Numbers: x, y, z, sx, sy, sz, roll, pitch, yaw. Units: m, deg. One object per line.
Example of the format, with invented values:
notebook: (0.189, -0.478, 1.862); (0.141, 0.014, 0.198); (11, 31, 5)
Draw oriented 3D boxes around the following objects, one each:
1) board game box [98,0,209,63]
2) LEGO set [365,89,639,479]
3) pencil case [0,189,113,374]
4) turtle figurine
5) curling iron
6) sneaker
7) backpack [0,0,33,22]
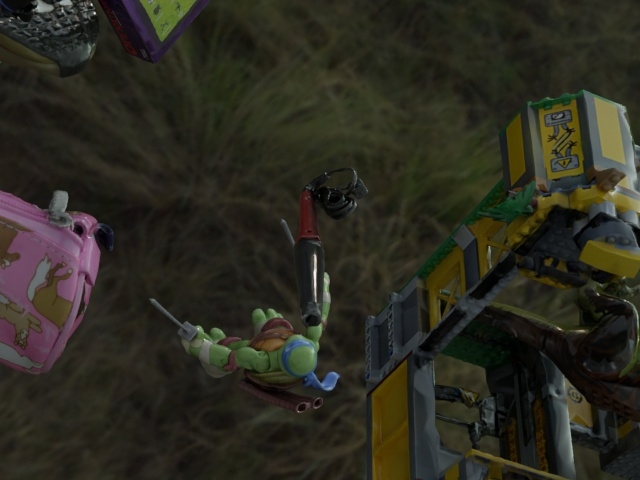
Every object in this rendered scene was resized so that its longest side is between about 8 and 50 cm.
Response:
board game box: (-0.107, -0.364, 1.337); (0.056, 0.208, 0.347); (26, 67, 26)
LEGO set: (0.172, 0.102, 0.659); (0.331, 0.255, 0.192); (26, 44, -27)
pencil case: (-0.386, -0.022, 1.240); (0.386, 0.160, 0.167); (24, 87, -7)
turtle figurine: (-0.092, 0.098, 1.875); (0.274, 0.266, 0.198); (37, 73, -10)
curling iron: (0.000, 0.000, 1.297); (0.035, 0.068, 0.274); (59, 19, -21)
sneaker: (-0.372, -0.206, 1.404); (0.158, 0.410, 0.182); (-24, 127, -43)
backpack: (-0.192, -0.219, 0.873); (0.105, 0.084, 0.114); (53, 17, -54)
